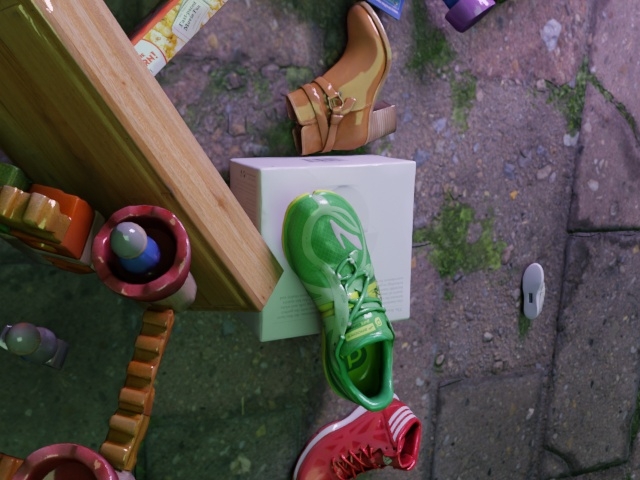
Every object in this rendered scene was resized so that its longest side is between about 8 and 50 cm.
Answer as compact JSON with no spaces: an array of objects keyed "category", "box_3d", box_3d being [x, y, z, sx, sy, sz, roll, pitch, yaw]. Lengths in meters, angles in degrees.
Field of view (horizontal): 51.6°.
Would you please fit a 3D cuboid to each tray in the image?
[{"category":"tray","box_3d":[-0.226,-0.079,0.715,0.411,0.202,0.076,58,44,-35]}]

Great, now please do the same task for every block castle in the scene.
[{"category":"block castle","box_3d":[-0.356,0.073,0.600,0.452,0.213,0.303,13,71,4]}]

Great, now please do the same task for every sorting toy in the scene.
[{"category":"sorting toy","box_3d":[0.299,-0.455,0.983,0.365,0.127,0.126,-38,91,-14]}]

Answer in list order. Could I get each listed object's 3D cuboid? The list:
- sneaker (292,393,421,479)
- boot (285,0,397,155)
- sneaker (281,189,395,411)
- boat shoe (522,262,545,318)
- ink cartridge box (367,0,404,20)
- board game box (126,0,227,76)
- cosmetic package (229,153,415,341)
[{"category":"sneaker","box_3d":[0.061,0.331,1.022,0.221,0.128,0.087,-43,114,-11]},{"category":"boot","box_3d":[0.021,-0.219,0.916,0.152,0.073,0.197,-17,105,-16]},{"category":"sneaker","box_3d":[0.040,0.075,0.806,0.109,0.123,0.296,-24,111,-17]},{"category":"boat shoe","box_3d":[0.379,0.088,1.168,0.035,0.035,0.100,-14,105,-49]},{"category":"ink cartridge box","box_3d":[0.101,-0.477,0.874,0.185,0.065,0.311,22,87,-31]},{"category":"board game box","box_3d":[-0.193,-0.234,0.772,0.193,0.146,0.045,-49,116,-8]},{"category":"cosmetic package","box_3d":[0.000,0.000,0.915,0.223,0.138,0.225,-5,103,-23]}]
